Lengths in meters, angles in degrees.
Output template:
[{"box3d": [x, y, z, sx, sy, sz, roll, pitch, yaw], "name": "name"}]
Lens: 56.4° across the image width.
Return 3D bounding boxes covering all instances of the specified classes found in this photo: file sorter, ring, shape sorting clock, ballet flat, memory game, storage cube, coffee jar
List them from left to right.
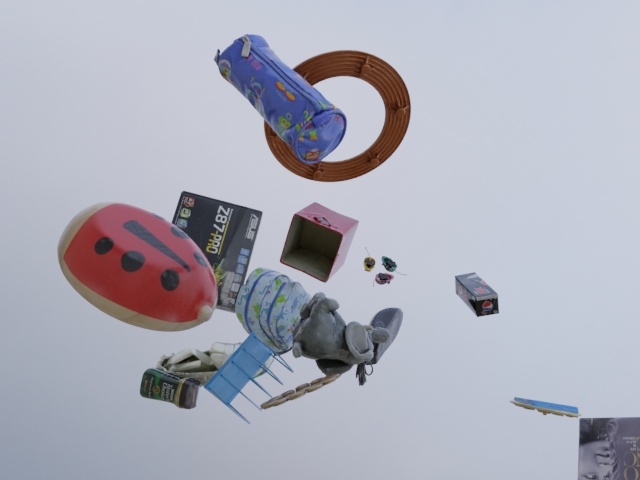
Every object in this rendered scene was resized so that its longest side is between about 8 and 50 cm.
[{"box3d": [-0.464, 0.460, 1.853, 0.185, 0.096, 0.079, 9, -2, 20], "name": "coffee jar"}, {"box3d": [-0.353, 0.393, 1.902, 0.409, 0.147, 0.147, -16, -55, 20], "name": "ballet flat"}, {"box3d": [-0.162, 0.329, 1.412, 0.104, 0.170, 0.118, 31, -19, 34], "name": "file sorter"}, {"box3d": [-0.043, 0.326, 1.294, 0.186, 0.186, 0.012, -32, -103, 49], "name": "memory game"}, {"box3d": [0.000, 0.000, 2.039, 0.184, 0.193, 0.214, 24, -68, 13], "name": "storage cube"}, {"box3d": [0.042, -0.262, 1.336, 0.337, 0.032, 0.336, -6, -49, -7], "name": "ring"}, {"box3d": [0.681, 0.509, 1.809, 0.206, 0.040, 0.206, 9, -12, 2], "name": "shape sorting clock"}]

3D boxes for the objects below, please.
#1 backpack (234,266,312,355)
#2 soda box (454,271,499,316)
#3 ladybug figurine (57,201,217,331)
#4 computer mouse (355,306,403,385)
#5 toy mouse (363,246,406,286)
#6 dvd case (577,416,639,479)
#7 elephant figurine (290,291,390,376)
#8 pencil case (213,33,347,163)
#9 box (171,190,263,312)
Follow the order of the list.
[{"box3d": [-0.162, 0.245, 2.165, 0.273, 0.290, 0.355, 15, -27, 43], "name": "backpack"}, {"box3d": [0.389, 0.133, 1.491, 0.060, 0.169, 0.053, -10, -74, -3], "name": "soda box"}, {"box3d": [-0.432, 0.046, 1.444, 0.449, 0.305, 0.161, 31, -52, 14], "name": "ladybug figurine"}, {"box3d": [0.158, 0.275, 1.729, 0.072, 0.272, 0.188, 19, -60, 24], "name": "computer mouse"}, {"box3d": [0.205, 0.101, 1.925, 0.143, 0.161, 0.031, 13, -47, -4], "name": "toy mouse"}, {"box3d": [0.662, 0.497, 1.333, 0.165, 0.221, 0.018, -14, -51, 36], "name": "dvd case"}, {"box3d": [0.058, 0.240, 1.400, 0.239, 0.186, 0.169, 36, -11, -12], "name": "elephant figurine"}, {"box3d": [-0.080, -0.288, 1.168, 0.306, 0.119, 0.133, 49, -16, 25], "name": "pencil case"}, {"box3d": [-0.414, 0.042, 2.203, 0.319, 0.394, 0.097, 16, -21, -5], "name": "box"}]
